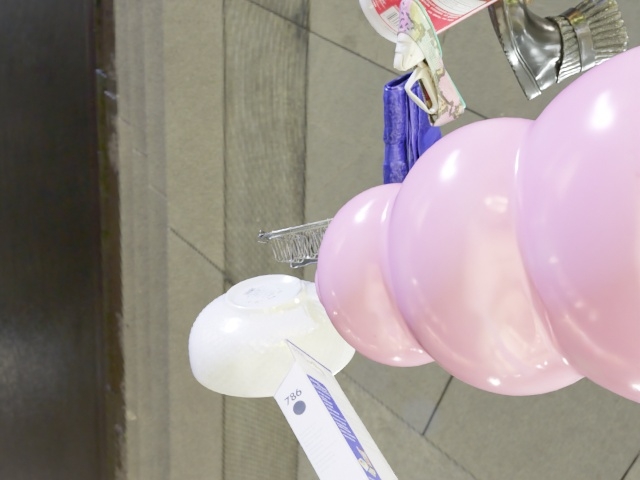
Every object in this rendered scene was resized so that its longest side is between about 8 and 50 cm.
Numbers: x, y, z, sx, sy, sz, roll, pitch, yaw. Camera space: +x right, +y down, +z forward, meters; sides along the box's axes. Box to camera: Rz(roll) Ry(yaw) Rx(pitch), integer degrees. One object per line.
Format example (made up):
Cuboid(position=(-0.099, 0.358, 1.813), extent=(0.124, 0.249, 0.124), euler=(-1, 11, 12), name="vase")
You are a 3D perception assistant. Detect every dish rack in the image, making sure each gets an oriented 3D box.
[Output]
Cuboid(position=(0.000, 0.000, 1.442), extent=(0.208, 0.271, 0.074), euler=(-14, 84, 15), name="dish rack")

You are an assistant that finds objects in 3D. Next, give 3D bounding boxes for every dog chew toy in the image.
Cuboid(position=(0.139, 0.006, 0.449), extent=(0.331, 0.206, 0.207), euler=(-12, 91, 36), name="dog chew toy")

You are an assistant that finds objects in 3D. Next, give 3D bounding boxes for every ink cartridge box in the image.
Cuboid(position=(0.034, 0.301, 1.022), extent=(0.065, 0.165, 0.333), euler=(-39, 49, 5), name="ink cartridge box")

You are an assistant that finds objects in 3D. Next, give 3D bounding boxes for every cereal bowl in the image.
Cuboid(position=(-0.101, 0.164, 1.419), extent=(0.338, 0.339, 0.141), euler=(10, 116, 37), name="cereal bowl")

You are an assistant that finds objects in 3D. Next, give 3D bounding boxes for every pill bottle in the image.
Cuboid(position=(0.266, -0.558, 1.404), extent=(0.407, 0.229, 0.229), euler=(-11, 92, 61), name="pill bottle")

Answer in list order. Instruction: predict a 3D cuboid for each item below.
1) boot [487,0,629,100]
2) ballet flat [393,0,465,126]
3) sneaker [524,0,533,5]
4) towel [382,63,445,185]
Cuboid(position=(0.531, -0.489, 1.594), extent=(0.260, 0.348, 0.131), euler=(-26, 55, 19), name="boot")
Cuboid(position=(0.166, -0.278, 1.157), extent=(0.222, 0.079, 0.077), euler=(58, 171, -31), name="ballet flat")
Cuboid(position=(0.477, -0.608, 1.622), extent=(0.071, 0.188, 0.066), euler=(20, 147, 27), name="sneaker")
Cuboid(position=(0.197, -0.186, 1.410), extent=(0.076, 0.227, 0.308), euler=(13, 122, 27), name="towel")
